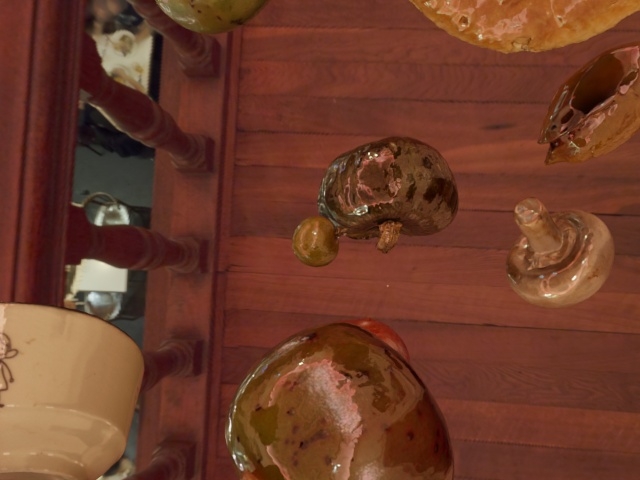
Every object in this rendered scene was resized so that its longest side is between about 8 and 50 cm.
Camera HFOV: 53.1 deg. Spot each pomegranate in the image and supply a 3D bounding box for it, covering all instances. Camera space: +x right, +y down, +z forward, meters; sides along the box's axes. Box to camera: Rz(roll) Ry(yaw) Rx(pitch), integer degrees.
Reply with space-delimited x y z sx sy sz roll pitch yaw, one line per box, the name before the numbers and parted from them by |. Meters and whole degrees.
pomegranate | -0.151 -0.355 0.787 0.210 0.179 0.179 25 89 -19
pomegranate | -0.004 0.268 0.760 0.323 0.291 0.291 -43 83 -15

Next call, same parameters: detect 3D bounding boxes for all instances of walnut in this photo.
walnut | 0.446 -0.214 1.014 0.137 0.137 0.245 43 102 7

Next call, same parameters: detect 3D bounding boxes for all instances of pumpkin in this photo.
pumpkin | 0.155 -0.098 1.403 0.324 0.232 0.242 -3 80 -1

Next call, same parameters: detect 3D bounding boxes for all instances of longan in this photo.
longan | 0.000 0.000 0.916 0.083 0.075 0.075 -17 84 2

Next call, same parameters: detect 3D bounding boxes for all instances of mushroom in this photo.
mushroom | 0.428 0.013 1.193 0.207 0.207 0.215 -44 117 2

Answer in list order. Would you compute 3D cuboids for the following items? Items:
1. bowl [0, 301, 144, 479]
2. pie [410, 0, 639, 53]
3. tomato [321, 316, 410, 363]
bowl | -0.275 0.169 0.572 0.237 0.238 0.126 -19 52 4
pie | 0.198 -0.337 0.577 0.339 0.083 0.340 0 121 1
tomato | 0.083 0.237 1.286 0.308 0.309 0.170 23 105 7
